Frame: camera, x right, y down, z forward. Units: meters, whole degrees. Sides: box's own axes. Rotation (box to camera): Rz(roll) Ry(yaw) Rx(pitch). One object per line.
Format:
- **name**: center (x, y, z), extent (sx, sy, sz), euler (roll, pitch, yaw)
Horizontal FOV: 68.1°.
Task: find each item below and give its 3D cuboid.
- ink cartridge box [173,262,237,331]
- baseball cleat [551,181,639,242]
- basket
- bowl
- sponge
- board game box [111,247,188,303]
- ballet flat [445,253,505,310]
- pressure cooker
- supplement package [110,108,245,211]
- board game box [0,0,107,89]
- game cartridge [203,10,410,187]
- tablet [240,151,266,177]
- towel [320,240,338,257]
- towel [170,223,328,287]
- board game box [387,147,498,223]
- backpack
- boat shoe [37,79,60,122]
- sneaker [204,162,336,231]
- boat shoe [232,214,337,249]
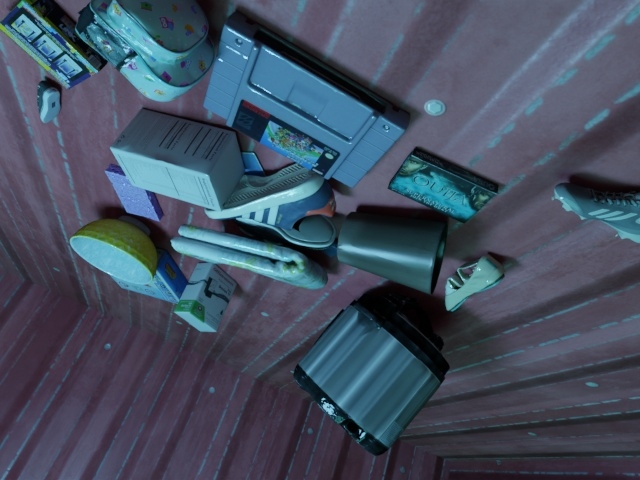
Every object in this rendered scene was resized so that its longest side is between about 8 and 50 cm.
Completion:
- **ink cartridge box**: center (-0.407, 0.202, 1.702), extent (0.087, 0.208, 0.153), euler (-6, 142, 33)
- **baseball cleat**: center (0.521, -0.070, 0.834), extent (0.206, 0.072, 0.109), euler (22, 137, -11)
- **basket**: center (0.166, 0.016, 1.105), extent (0.227, 0.154, 0.204), euler (14, 149, 19)
- **bowl**: center (-0.664, 0.010, 1.601), extent (0.289, 0.156, 0.289), euler (16, 149, 10)
- **sponge**: center (-0.552, -0.137, 1.417), extent (0.117, 0.031, 0.210), euler (17, 150, 7)
- **board game box**: center (-0.703, 0.118, 1.870), extent (0.302, 0.086, 0.308), euler (14, 149, 13)
- **ballet flat**: center (0.369, 0.105, 1.201), extent (0.086, 0.086, 0.248), euler (24, 148, -5)
- **pressure cooker**: center (0.177, 0.369, 1.430), extent (0.375, 0.420, 0.370), euler (42, 171, 4)
- **supplement package**: center (-0.317, -0.184, 1.084), extent (0.244, 0.134, 0.139), euler (17, 150, 12)
- **board game box**: center (-0.542, -0.403, 0.964), extent (0.141, 0.048, 0.170), euler (-3, 143, 39)
- **game cartridge**: center (-0.039, -0.242, 0.902), extent (0.355, 0.068, 0.230), euler (27, 145, -10)
- **tablet**: center (-0.166, -0.180, 1.129), extent (0.054, 0.006, 0.083), euler (7, 148, 23)
- **towel**: center (0.000, 0.000, 1.295), extent (0.119, 0.029, 0.067), euler (32, 149, -16)
- **towel**: center (-0.182, 0.053, 1.321), extent (0.374, 0.090, 0.320), euler (13, 175, 14)
- **board game box**: center (0.246, -0.109, 0.968), extent (0.186, 0.026, 0.126), euler (23, 151, -4)
- **backpack**: center (-0.266, -0.333, 0.778), extent (0.144, 0.166, 0.188), euler (-6, 133, 40)
- **boat shoe**: center (-0.666, -0.338, 1.155), extent (0.040, 0.049, 0.142), euler (49, 143, -8)
- **sneaker**: center (-0.120, -0.078, 1.133), extent (0.350, 0.131, 0.148), euler (-6, 139, 34)
- **boat shoe**: center (-0.093, -0.038, 1.222), extent (0.302, 0.114, 0.091), euler (23, 152, 21)
